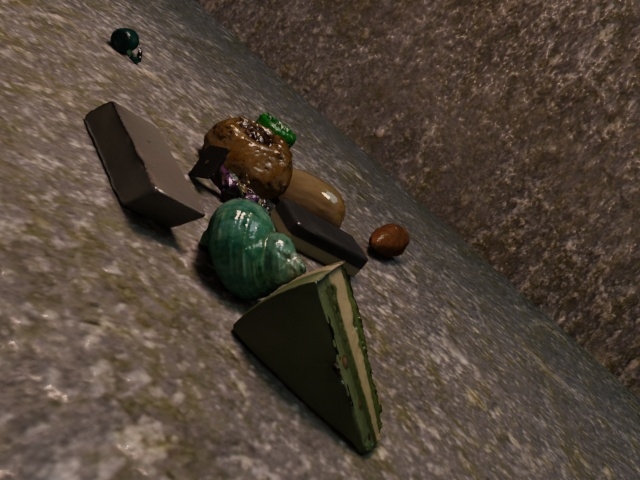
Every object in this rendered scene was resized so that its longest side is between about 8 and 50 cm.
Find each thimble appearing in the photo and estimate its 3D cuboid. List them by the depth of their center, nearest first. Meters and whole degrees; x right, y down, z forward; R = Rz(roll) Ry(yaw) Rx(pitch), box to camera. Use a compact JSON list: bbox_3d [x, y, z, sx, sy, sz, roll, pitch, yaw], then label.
[{"bbox_3d":[-0.141,-0.303,2.375,0.130,0.090,0.118,41,15,0],"label":"thimble"}]

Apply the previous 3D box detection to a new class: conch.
[{"bbox_3d":[-0.114,0.015,1.392,0.202,0.134,0.196,47,16,25],"label":"conch"}]

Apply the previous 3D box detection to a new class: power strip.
[{"bbox_3d":[0.000,0.000,1.879,0.257,0.070,0.105,27,22,-40],"label":"power strip"}]

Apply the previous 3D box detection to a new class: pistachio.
[{"bbox_3d":[-0.029,-0.095,2.004,0.206,0.131,0.129,32,-31,13],"label":"pistachio"}]

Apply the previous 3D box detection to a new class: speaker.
[{"bbox_3d":[-0.493,-0.508,2.130,0.094,0.060,0.075,40,15,-5],"label":"speaker"}]

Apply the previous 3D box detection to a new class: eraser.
[{"bbox_3d":[-0.318,-0.137,1.445,0.111,0.077,0.352,31,16,-44],"label":"eraser"}]

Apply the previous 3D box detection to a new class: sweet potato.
[{"bbox_3d":[0.192,-0.001,2.323,0.097,0.097,0.252,44,13,13],"label":"sweet potato"}]

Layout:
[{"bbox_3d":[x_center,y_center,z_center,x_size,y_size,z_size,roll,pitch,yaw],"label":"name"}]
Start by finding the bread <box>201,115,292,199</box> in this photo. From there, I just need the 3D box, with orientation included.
[{"bbox_3d":[-0.162,-0.199,1.898,0.230,0.123,0.230,29,26,-16],"label":"bread"}]

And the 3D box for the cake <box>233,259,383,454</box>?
[{"bbox_3d":[-0.016,0.196,1.286,0.158,0.172,0.283,-28,102,-68],"label":"cake"}]

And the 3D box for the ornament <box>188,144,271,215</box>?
[{"bbox_3d":[-0.183,-0.112,1.748,0.081,0.088,0.203,22,-16,44],"label":"ornament"}]
